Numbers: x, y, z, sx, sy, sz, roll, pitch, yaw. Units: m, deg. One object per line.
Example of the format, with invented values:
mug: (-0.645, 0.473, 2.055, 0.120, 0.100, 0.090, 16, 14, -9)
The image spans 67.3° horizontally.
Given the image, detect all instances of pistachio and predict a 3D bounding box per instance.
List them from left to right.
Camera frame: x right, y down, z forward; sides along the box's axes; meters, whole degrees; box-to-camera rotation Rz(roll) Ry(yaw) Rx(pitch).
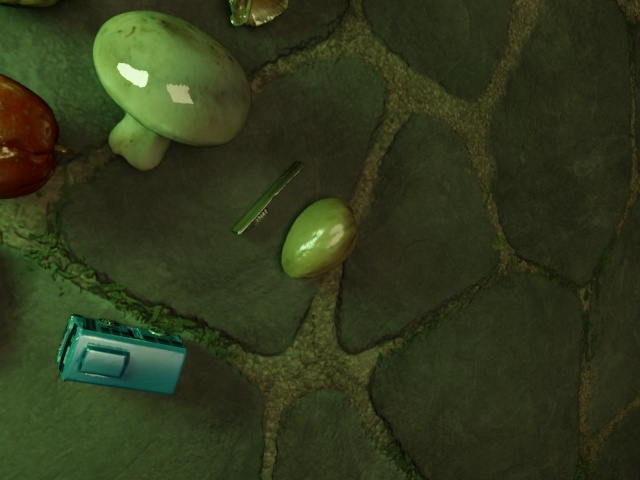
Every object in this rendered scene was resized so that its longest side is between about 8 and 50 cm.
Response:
pistachio: (0.000, 0.000, 0.940, 0.126, 0.108, 0.186, 39, 84, -3)

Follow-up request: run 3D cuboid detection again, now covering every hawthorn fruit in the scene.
hawthorn fruit: (-0.430, -0.135, 0.645, 0.200, 0.179, 0.179, 14, 90, -31)

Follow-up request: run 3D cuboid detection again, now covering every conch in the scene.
conch: (-0.097, -0.465, 0.812, 0.155, 0.130, 0.207, 9, 107, -16)

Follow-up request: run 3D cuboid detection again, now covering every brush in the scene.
brush: (-0.093, -0.078, 0.918, 0.190, 0.034, 0.028, -50, 125, -14)

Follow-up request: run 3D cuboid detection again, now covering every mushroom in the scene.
mushroom: (-0.236, -0.217, 0.744, 0.243, 0.243, 0.244, -4, 98, -28)

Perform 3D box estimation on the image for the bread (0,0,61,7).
bread: (-0.414, -0.423, 0.615, 0.229, 0.123, 0.230, -10, 138, -9)

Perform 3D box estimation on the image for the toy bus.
toy bus: (-0.323, 0.187, 0.784, 0.184, 0.106, 0.090, 19, 90, -29)
